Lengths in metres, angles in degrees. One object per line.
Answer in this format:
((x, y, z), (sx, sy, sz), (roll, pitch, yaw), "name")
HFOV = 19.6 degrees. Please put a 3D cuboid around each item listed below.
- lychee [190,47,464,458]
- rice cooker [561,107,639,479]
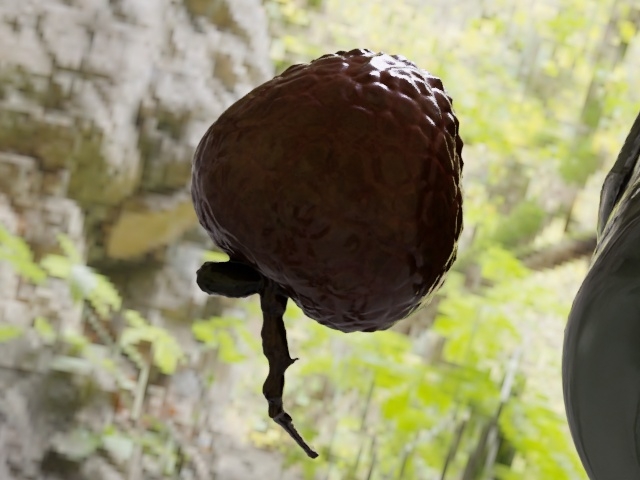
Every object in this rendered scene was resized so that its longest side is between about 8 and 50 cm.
((0.004, -0.004, 0.700), (0.114, 0.140, 0.101), (30, -22, -28), "lychee")
((0.279, 0.021, 0.806), (0.335, 0.335, 0.325), (19, 48, 12), "rice cooker")
